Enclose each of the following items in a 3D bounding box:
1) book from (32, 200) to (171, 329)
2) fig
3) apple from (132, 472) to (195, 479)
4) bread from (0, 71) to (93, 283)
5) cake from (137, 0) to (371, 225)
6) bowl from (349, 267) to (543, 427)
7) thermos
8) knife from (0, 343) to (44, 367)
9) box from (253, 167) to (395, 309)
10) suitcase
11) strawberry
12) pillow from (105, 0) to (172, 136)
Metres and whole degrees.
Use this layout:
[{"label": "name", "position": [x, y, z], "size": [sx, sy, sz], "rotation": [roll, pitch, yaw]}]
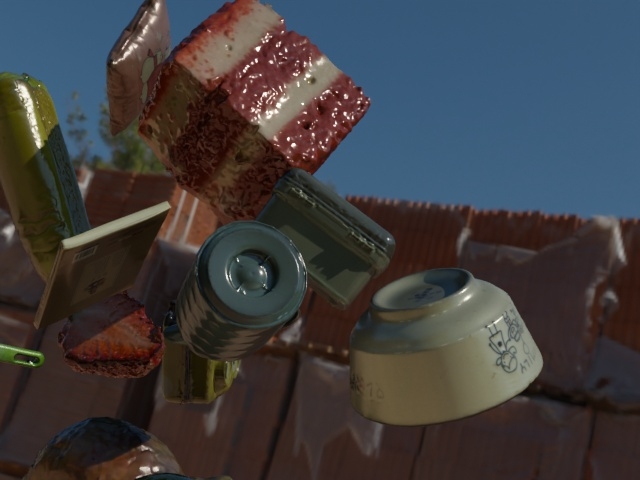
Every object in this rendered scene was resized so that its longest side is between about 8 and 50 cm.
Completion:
[{"label": "book", "position": [-0.256, 0.031, 1.062], "size": [0.016, 0.138, 0.198], "rotation": [55, -37, 13]}, {"label": "fig", "position": [-0.290, 0.435, 1.504], "size": [0.286, 0.286, 0.369], "rotation": [0, -8, 44]}, {"label": "apple", "position": [-0.203, 0.392, 1.150], "size": [0.197, 0.196, 0.157], "rotation": [22, -17, -26]}, {"label": "bread", "position": [-0.490, -0.101, 1.580], "size": [0.112, 0.383, 0.166], "rotation": [-18, 0, 3]}, {"label": "cake", "position": [-0.133, -0.219, 1.637], "size": [0.319, 0.270, 0.269], "rotation": [42, -40, -2]}, {"label": "bowl", "position": [0.135, 0.114, 1.097], "size": [0.238, 0.126, 0.237], "rotation": [-16, 15, 4]}, {"label": "thermos", "position": [-0.109, 0.087, 1.247], "size": [0.182, 0.144, 0.286], "rotation": [-3, -20, -18]}, {"label": "knife", "position": [-0.458, 0.135, 1.221], "size": [0.212, 0.054, 0.015], "rotation": [24, -2, -44]}, {"label": "box", "position": [0.000, 0.000, 1.381], "size": [0.210, 0.129, 0.148], "rotation": [38, -9, 5]}, {"label": "suitcase", "position": [-0.259, 0.238, 1.996], "size": [0.143, 0.234, 0.194], "rotation": [2, 4, 5]}, {"label": "strawberry", "position": [-0.378, 0.193, 1.675], "size": [0.236, 0.175, 0.106], "rotation": [47, -15, 40]}, {"label": "pillow", "position": [-0.362, -0.349, 1.820], "size": [0.084, 0.223, 0.236], "rotation": [22, -32, 8]}]
